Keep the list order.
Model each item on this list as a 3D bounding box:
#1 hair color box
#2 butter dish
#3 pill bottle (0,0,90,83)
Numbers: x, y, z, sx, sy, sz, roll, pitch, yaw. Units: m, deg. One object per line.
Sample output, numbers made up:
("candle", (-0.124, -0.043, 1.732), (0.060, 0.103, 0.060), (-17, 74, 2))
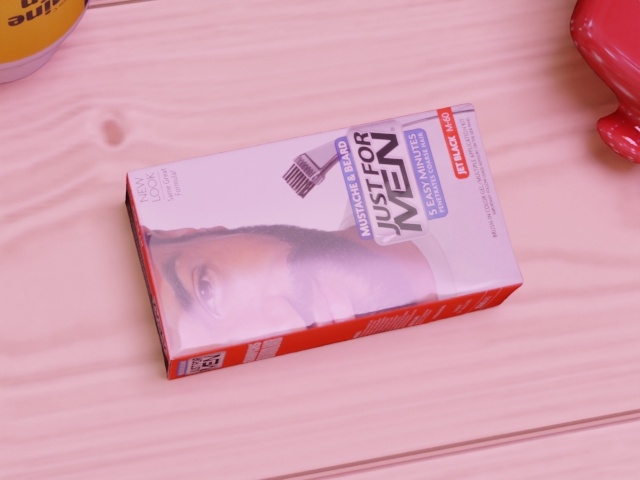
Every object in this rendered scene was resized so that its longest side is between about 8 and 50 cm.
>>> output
("hair color box", (0.000, 0.000, 0.782), (0.167, 0.053, 0.093), (-13, 77, -9))
("butter dish", (0.175, -0.091, 0.798), (0.160, 0.160, 0.118), (31, 103, 3))
("pill bottle", (-0.149, -0.136, 0.733), (0.103, 0.184, 0.103), (2, 74, -7))
